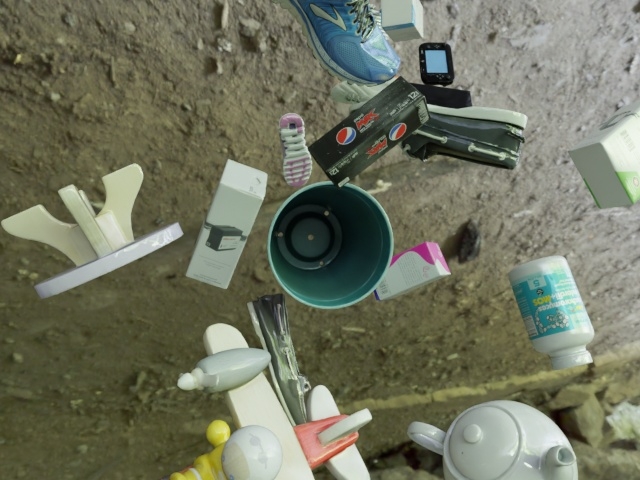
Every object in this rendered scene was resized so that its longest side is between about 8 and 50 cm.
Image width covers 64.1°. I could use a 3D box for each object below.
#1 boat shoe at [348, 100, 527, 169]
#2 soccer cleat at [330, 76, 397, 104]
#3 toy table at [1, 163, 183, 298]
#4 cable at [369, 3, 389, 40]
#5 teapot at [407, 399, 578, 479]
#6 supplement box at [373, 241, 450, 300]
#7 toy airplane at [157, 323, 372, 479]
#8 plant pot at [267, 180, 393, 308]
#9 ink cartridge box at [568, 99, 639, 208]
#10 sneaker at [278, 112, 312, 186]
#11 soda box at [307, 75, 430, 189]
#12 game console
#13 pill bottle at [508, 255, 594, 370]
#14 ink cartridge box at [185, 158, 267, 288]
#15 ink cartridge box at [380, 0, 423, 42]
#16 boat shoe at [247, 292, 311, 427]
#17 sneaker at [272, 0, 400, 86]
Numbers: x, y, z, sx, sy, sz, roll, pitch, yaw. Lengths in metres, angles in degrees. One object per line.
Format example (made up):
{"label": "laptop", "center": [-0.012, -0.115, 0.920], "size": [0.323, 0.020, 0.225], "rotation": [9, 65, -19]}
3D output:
{"label": "boat shoe", "center": [0.184, -0.178, 0.865], "size": [0.303, 0.091, 0.114], "rotation": [10, -178, 27]}
{"label": "soccer cleat", "center": [0.106, -0.351, 1.241], "size": [0.196, 0.076, 0.068], "rotation": [5, 162, 31]}
{"label": "toy table", "center": [-0.421, -0.023, 0.957], "size": [0.274, 0.160, 0.252], "rotation": [-30, -167, -28]}
{"label": "cable", "center": [0.106, -0.688, 1.647], "size": [0.257, 0.089, 0.257], "rotation": [11, -166, 23]}
{"label": "teapot", "center": [0.313, 0.389, 0.930], "size": [0.256, 0.252, 0.187], "rotation": [-41, 116, 12]}
{"label": "supplement box", "center": [0.272, 0.098, 1.592], "size": [0.220, 0.111, 0.114], "rotation": [-27, 164, 28]}
{"label": "toy airplane", "center": [-0.082, 0.351, 0.802], "size": [0.386, 0.384, 0.272], "rotation": [20, 147, 5]}
{"label": "plant pot", "center": [0.000, 0.000, 1.196], "size": [0.272, 0.271, 0.255], "rotation": [-11, -173, -10]}
{"label": "ink cartridge box", "center": [0.862, -0.246, 1.436], "size": [0.273, 0.198, 0.115], "rotation": [-36, -171, -20]}
{"label": "sneaker", "center": [-0.088, -0.294, 1.674], "size": [0.095, 0.236, 0.104], "rotation": [-9, -168, -11]}
{"label": "soda box", "center": [0.069, -0.152, 0.724], "size": [0.169, 0.060, 0.053], "rotation": [-37, 146, 3]}
{"label": "game console", "center": [0.345, -0.494, 1.569], "size": [0.213, 0.361, 0.044], "rotation": [7, 146, -3]}
{"label": "pill bottle", "center": [0.576, 0.181, 1.267], "size": [0.146, 0.263, 0.146], "rotation": [-13, 163, -4]}
{"label": "ink cartridge box", "center": [-0.272, -0.052, 1.492], "size": [0.129, 0.223, 0.307], "rotation": [20, 113, -13]}
{"label": "ink cartridge box", "center": [0.230, -0.617, 1.422], "size": [0.090, 0.092, 0.143], "rotation": [0, -179, 23]}
{"label": "boat shoe", "center": [-0.076, 0.282, 1.203], "size": [0.096, 0.335, 0.112], "rotation": [-21, 169, -6]}
{"label": "sneaker", "center": [0.034, -0.398, 0.870], "size": [0.330, 0.129, 0.147], "rotation": [38, 151, -31]}
